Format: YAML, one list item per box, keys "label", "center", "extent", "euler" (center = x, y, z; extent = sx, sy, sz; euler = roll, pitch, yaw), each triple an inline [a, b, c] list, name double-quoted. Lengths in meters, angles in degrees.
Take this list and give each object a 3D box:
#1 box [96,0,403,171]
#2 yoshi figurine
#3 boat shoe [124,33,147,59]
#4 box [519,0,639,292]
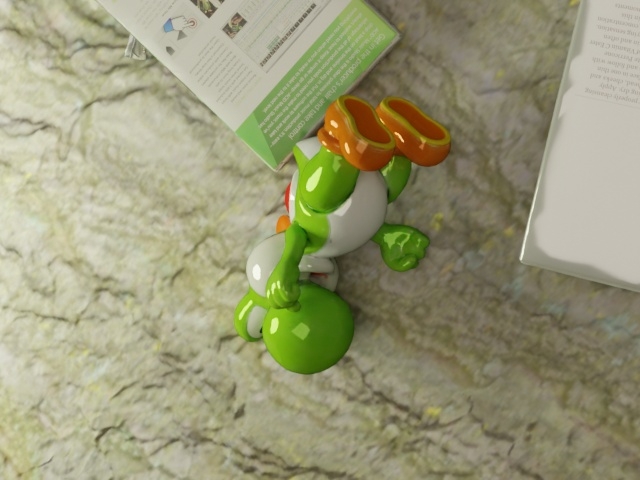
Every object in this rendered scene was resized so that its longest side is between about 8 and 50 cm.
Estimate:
- label: "box"
  center: [-0.090, -0.277, 1.509]
  extent: [0.322, 0.058, 0.232]
  euler: [45, 106, 2]
- label: "yoshi figurine"
  center: [0.020, 0.018, 1.451]
  extent: [0.204, 0.203, 0.362]
  euler: [27, 121, -7]
- label: "boat shoe"
  center: [-0.224, -0.282, 1.585]
  extent: [0.035, 0.035, 0.100]
  euler: [15, 97, -12]
- label: "box"
  center: [0.346, -0.133, 1.321]
  extent: [0.168, 0.215, 0.345]
  euler: [15, 101, 15]
